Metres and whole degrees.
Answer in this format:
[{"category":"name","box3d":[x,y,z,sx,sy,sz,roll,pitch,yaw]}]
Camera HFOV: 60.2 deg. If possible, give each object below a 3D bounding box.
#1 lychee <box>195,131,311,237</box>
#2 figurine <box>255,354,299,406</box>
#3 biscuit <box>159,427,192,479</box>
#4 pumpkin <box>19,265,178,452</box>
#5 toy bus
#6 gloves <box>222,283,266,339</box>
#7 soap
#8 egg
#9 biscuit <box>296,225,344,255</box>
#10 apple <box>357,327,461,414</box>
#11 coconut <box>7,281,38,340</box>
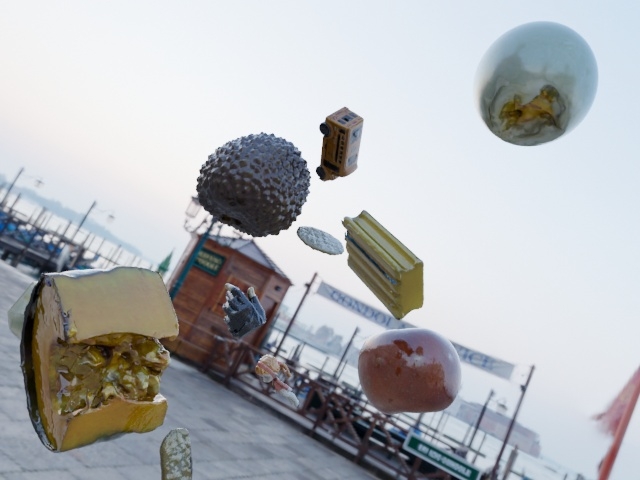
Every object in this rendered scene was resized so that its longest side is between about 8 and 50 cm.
[{"category":"lychee","box3d":[-0.156,-0.144,1.349,0.268,0.267,0.267,26,-10,5]},{"category":"figurine","box3d":[-0.071,0.245,0.966,0.064,0.047,0.109,-1,-53,57]},{"category":"biscuit","box3d":[-0.253,0.398,0.971,0.019,0.146,0.071,8,15,30]},{"category":"pumpkin","box3d":[-0.394,0.199,0.982,0.226,0.302,0.256,6,12,-41]},{"category":"toy bus","box3d":[0.049,-0.223,1.361,0.088,0.083,0.194,34,-38,25]},{"category":"gloves","box3d":[-0.265,0.215,1.783,0.180,0.129,0.106,54,8,10]},{"category":"soap","box3d":[0.185,0.067,1.678,0.324,0.096,0.204,49,-26,46]},{"category":"egg","box3d":[0.517,-0.385,1.333,0.279,0.336,0.278,17,-42,16]},{"category":"biscuit","box3d":[0.000,0.000,1.233,0.120,0.015,0.120,21,21,-9]},{"category":"apple","box3d":[0.299,0.442,1.870,0.349,0.276,0.348,-5,-17,-1]},{"category":"coconut","box3d":[-0.832,0.218,1.703,0.202,0.221,0.202,19,-36,15]}]
